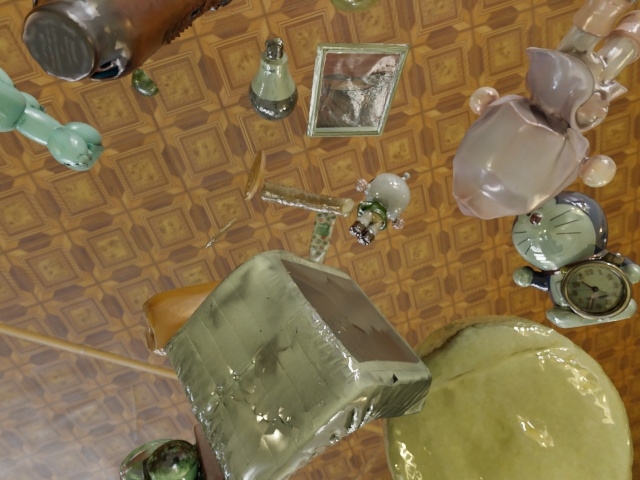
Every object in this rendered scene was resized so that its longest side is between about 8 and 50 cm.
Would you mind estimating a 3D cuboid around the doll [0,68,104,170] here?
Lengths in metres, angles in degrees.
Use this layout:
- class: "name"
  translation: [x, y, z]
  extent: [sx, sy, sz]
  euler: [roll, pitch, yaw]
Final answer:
- class: "doll"
  translation: [-0.327, -0.136, 0.484]
  extent: [0.059, 0.159, 0.158]
  euler: [-54, 149, 2]

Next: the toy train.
- class: "toy train"
  translation: [-0.137, 0.369, 0.568]
  extent: [0.221, 0.150, 0.305]
  euler: [-8, 122, -23]

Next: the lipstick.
- class: "lipstick"
  translation: [-0.128, -0.245, 0.399]
  extent: [0.077, 0.418, 0.077]
  euler: [4, 131, 5]

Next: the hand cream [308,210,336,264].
- class: "hand cream"
  translation: [0.000, 0.000, 1.126]
  extent: [0.057, 0.037, 0.165]
  euler: [10, 72, 8]

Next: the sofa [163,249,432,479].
- class: "sofa"
  translation: [-0.015, 0.143, 0.482]
  extent: [0.176, 0.210, 0.225]
  euler: [-49, 149, 12]

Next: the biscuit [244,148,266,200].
- class: "biscuit"
  translation: [-0.271, -0.269, 1.747]
  extent: [0.028, 0.142, 0.221]
  euler: [18, 99, -26]

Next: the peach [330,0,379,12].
- class: "peach"
  translation: [0.129, -0.978, 1.513]
  extent: [0.292, 0.292, 0.247]
  euler: [-46, 151, 11]

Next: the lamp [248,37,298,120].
- class: "lamp"
  translation: [-0.183, -0.561, 1.486]
  extent: [0.181, 0.182, 0.314]
  euler: [-21, 148, -1]

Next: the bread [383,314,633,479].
- class: "bread"
  translation: [0.241, 0.259, 0.594]
  extent: [0.320, 0.320, 0.237]
  euler: [-41, 147, 9]

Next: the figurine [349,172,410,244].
- class: "figurine"
  translation: [0.249, -0.142, 1.743]
  extent: [0.281, 0.167, 0.370]
  euler: [45, 59, -10]

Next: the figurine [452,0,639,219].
- class: "figurine"
  translation: [0.265, -0.143, 0.505]
  extent: [0.133, 0.200, 0.276]
  euler: [-14, 140, -51]

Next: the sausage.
- class: "sausage"
  translation: [-0.148, 0.127, 0.813]
  extent: [0.353, 0.134, 0.116]
  euler: [-9, 90, -30]

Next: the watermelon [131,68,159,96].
- class: "watermelon"
  translation: [-0.624, -0.547, 1.494]
  extent: [0.105, 0.105, 0.062]
  euler: [44, 68, -25]

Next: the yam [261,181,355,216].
- class: "yam"
  translation: [-0.041, -0.121, 1.247]
  extent: [0.299, 0.066, 0.066]
  euler: [14, 117, 24]

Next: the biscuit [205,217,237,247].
- class: "biscuit"
  translation: [-0.277, -0.021, 1.188]
  extent: [0.120, 0.120, 0.015]
  euler: [-41, 97, 9]

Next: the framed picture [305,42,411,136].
- class: "framed picture"
  translation: [0.082, -0.351, 1.030]
  extent: [0.216, 0.016, 0.273]
  euler: [-4, 148, -10]

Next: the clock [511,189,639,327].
- class: "clock"
  translation: [0.449, 0.029, 0.775]
  extent: [0.199, 0.146, 0.243]
  euler: [-25, 78, 39]
